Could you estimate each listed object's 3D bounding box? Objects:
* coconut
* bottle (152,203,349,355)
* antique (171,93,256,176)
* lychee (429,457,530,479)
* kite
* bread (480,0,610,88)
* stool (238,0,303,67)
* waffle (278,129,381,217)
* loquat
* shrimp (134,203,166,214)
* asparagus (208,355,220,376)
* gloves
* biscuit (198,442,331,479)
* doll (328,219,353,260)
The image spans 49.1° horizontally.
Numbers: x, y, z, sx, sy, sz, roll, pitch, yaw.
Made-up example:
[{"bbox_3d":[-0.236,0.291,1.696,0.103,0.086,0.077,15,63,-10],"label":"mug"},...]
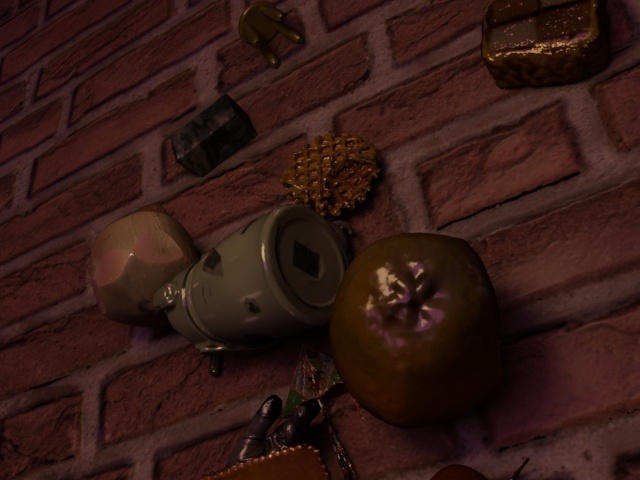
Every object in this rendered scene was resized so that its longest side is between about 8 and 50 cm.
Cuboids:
[{"bbox_3d":[-0.352,0.068,1.414,0.227,0.227,0.230,-34,41,13],"label":"coconut"},{"bbox_3d":[-0.129,0.093,1.247,0.352,0.229,0.229,-26,52,39],"label":"bottle"},{"bbox_3d":[-0.250,-0.234,1.597,0.183,0.088,0.086,-35,50,12],"label":"antique"},{"bbox_3d":[0.206,0.360,0.966,0.114,0.140,0.101,131,141,-56],"label":"lychee"},{"bbox_3d":[0.000,0.281,1.169,0.198,0.006,0.244,-39,54,29],"label":"kite"},{"bbox_3d":[0.393,-0.365,1.241,0.222,0.096,0.181,-3,61,33],"label":"bread"},{"bbox_3d":[-0.121,-0.487,1.639,0.110,0.134,0.135,50,142,39],"label":"stool"},{"bbox_3d":[0.022,-0.132,1.353,0.197,0.070,0.193,8,56,32],"label":"waffle"},{"bbox_3d":[0.134,0.128,1.018,0.276,0.284,0.276,-5,62,9],"label":"loquat"},{"bbox_3d":[-0.387,-0.019,1.609,0.099,0.041,0.180,-31,49,-3],"label":"shrimp"},{"bbox_3d":[-0.208,0.152,1.398,0.024,0.025,0.248,121,151,-55],"label":"asparagus"},{"bbox_3d":[-0.095,0.363,1.150,0.285,0.119,0.142,-51,59,17],"label":"gloves"},{"bbox_3d":[-0.063,0.442,1.071,0.237,0.013,0.232,-24,88,22],"label":"biscuit"},{"bbox_3d":[0.000,-0.001,1.320,0.104,0.062,0.195,-40,37,-15],"label":"doll"}]
